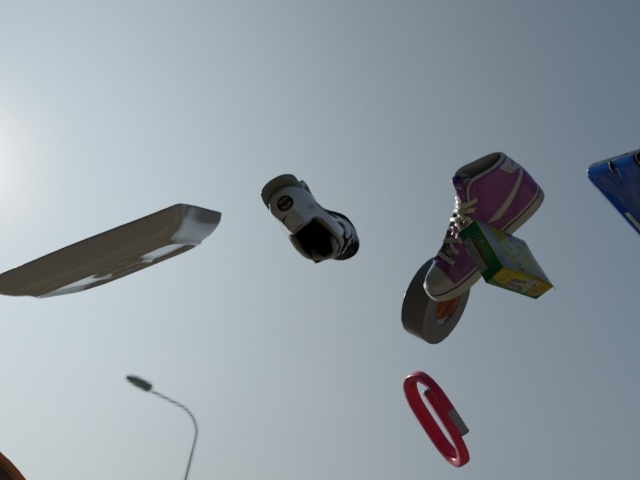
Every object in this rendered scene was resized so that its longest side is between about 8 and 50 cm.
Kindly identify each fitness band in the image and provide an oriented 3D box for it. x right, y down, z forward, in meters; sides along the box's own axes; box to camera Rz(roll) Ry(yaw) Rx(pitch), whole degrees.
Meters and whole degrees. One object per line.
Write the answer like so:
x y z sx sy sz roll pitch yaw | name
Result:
0.334 0.513 1.963 0.054 0.291 0.209 -25 -20 -19 | fitness band

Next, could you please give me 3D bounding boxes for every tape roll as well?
0.300 0.154 1.758 0.072 0.219 0.219 25 -31 36 | tape roll

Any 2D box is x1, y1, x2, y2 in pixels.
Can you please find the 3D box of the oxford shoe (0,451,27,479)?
-0.595 0.564 1.283 0.130 0.132 0.364 -14 -83 44 | oxford shoe

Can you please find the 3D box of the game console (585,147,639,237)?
0.672 -0.092 1.200 0.293 0.173 0.250 46 -12 -5 | game console

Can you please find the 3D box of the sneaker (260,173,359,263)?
0.000 0.000 1.411 0.122 0.146 0.330 -38 -35 12 | sneaker

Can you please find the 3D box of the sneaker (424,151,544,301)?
0.252 -0.034 1.216 0.161 0.102 0.282 37 -88 -30 | sneaker

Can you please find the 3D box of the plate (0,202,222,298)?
-0.284 0.022 0.965 0.277 0.278 0.045 -22 -91 2 | plate

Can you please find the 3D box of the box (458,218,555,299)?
0.309 0.034 1.110 0.179 0.105 0.043 16 -50 -40 | box
